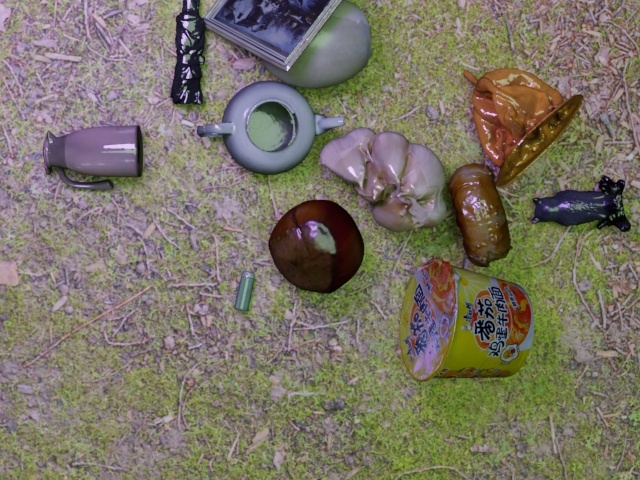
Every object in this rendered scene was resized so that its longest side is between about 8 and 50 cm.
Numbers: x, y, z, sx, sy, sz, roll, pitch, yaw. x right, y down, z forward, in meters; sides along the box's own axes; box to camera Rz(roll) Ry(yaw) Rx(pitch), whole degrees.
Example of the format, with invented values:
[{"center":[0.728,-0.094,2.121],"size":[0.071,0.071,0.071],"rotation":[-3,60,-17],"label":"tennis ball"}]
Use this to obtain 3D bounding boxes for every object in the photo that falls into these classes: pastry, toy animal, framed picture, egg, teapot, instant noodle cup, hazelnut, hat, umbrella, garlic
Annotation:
[{"center":[0.331,-0.049,1.865],"size":[0.100,0.218,0.229],"rotation":[-16,57,5],"label":"pastry"},{"center":[0.571,-0.063,1.953],"size":[0.210,0.117,0.121],"rotation":[-10,102,-10],"label":"toy animal"},{"center":[-0.091,-0.474,1.761],"size":[0.232,0.296,0.019],"rotation":[-54,142,-3],"label":"framed picture"},{"center":[-0.016,-0.395,1.800],"size":[0.217,0.183,0.183],"rotation":[-14,96,-18],"label":"egg"},{"center":[-0.105,-0.230,1.827],"size":[0.294,0.129,0.193],"rotation":[-4,94,-9],"label":"teapot"},{"center":[0.306,0.178,1.870],"size":[0.200,0.264,0.264],"rotation":[10,93,-19],"label":"instant noodle cup"},{"center":[0.000,0.000,1.847],"size":[0.208,0.208,0.208],"rotation":[-1,94,-9],"label":"hazelnut"},{"center":[0.383,-0.281,1.908],"size":[0.233,0.244,0.233],"rotation":[-29,67,-34],"label":"hat"},{"center":[-0.271,-0.394,1.827],"size":[0.066,0.059,0.235],"rotation":[-1,96,-26],"label":"umbrella"},{"center":[0.151,-0.131,1.828],"size":[0.185,0.203,0.281],"rotation":[-42,101,9],"label":"garlic"}]

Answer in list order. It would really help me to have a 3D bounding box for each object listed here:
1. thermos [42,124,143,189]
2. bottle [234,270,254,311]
[{"center":[-0.458,-0.163,1.800],"size":[0.193,0.105,0.137],"rotation":[-2,126,-5],"label":"thermos"},{"center":[-0.160,0.107,1.893],"size":[0.030,0.030,0.083],"rotation":[12,91,-9],"label":"bottle"}]
